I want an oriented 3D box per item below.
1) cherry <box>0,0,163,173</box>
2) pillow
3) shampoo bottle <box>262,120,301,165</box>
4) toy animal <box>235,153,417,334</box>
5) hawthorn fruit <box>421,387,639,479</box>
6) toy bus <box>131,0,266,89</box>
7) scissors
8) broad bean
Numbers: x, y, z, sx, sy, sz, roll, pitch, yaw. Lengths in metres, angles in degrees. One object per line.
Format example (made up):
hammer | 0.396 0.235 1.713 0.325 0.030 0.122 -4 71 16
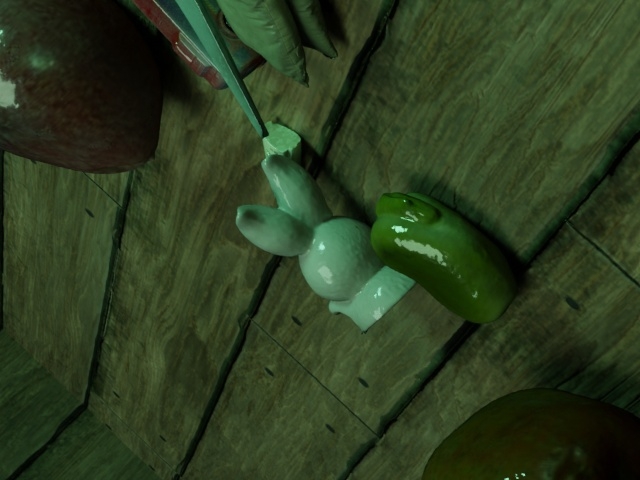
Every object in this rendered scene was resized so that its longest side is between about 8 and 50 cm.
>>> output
cherry | -0.314 -0.197 2.002 0.307 0.221 0.261 33 167 -5
pillow | -0.057 -0.245 1.649 0.134 0.078 0.181 37 162 37
shampoo bottle | -0.041 -0.081 1.959 0.049 0.034 0.141 26 153 19
toy animal | 0.001 0.003 1.923 0.221 0.103 0.131 40 175 -3
hawthorn fruit | 0.256 0.290 1.782 0.267 0.268 0.301 49 157 -10
toy bus | -0.141 -0.244 1.792 0.192 0.077 0.065 47 161 -1
scissors | -0.162 -0.298 1.702 0.447 0.029 0.193 61 156 -12
broad bean | 0.130 0.012 1.777 0.174 0.082 0.124 32 157 6
